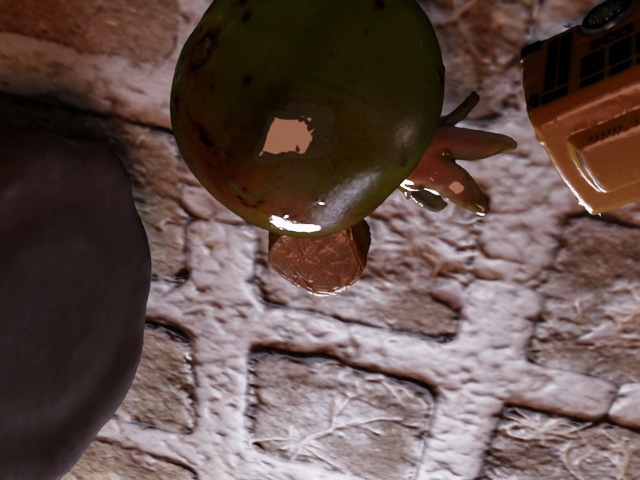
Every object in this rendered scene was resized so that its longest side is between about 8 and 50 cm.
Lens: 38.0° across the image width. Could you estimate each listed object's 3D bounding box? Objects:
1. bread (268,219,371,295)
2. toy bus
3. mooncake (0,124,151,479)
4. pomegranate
[{"bbox_3d":[0.000,0.000,0.755,0.085,0.053,0.085,2,125,3],"label":"bread"},{"bbox_3d":[0.223,-0.096,0.551,0.201,0.114,0.098,-22,122,32],"label":"toy bus"},{"bbox_3d":[-0.270,0.053,0.733,0.154,0.306,0.306,11,136,24],"label":"mooncake"},{"bbox_3d":[0.018,-0.080,0.601,0.224,0.181,0.181,23,137,-26],"label":"pomegranate"}]
